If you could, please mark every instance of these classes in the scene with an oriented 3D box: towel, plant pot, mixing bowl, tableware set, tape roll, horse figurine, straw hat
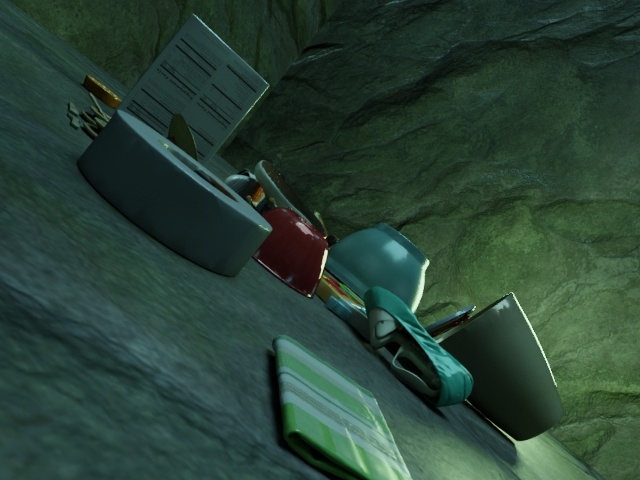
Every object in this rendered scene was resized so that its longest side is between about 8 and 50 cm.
[{"bbox_3d":[0.010,0.132,0.368,0.113,0.023,0.152,36,5,-12],"label":"towel"},{"bbox_3d":[0.418,0.304,1.135,0.274,0.256,0.256,56,7,15],"label":"plant pot"},{"bbox_3d":[-0.053,0.006,0.861,0.181,0.098,0.181,38,2,-1],"label":"mixing bowl"},{"bbox_3d":[0.162,0.078,1.313,0.293,0.196,0.293,41,-4,4],"label":"plant pot"},{"bbox_3d":[-0.330,-0.178,0.780,0.128,0.039,0.194,38,3,-36],"label":"tableware set"},{"bbox_3d":[-0.163,-0.054,0.578,0.219,0.072,0.219,38,3,-2],"label":"tape roll"},{"bbox_3d":[-0.086,-0.030,1.203,0.263,0.066,0.174,31,-20,7],"label":"horse figurine"},{"bbox_3d":[-0.252,-0.135,0.799,0.061,0.145,0.144,-12,35,-32],"label":"straw hat"}]

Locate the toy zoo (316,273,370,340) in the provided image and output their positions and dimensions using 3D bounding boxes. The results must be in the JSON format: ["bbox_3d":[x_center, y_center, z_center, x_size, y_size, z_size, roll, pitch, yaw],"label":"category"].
[{"bbox_3d":[0.068,0.140,1.003,0.192,0.030,0.293,40,2,24],"label":"toy zoo"}]

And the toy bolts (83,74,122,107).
[{"bbox_3d":[-0.456,-0.380,1.259,0.228,0.159,0.218,41,3,42],"label":"toy bolts"}]

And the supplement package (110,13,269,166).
[{"bbox_3d":[-0.281,-0.295,1.044,0.198,0.263,0.199,39,2,-25],"label":"supplement package"}]

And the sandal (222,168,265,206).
[{"bbox_3d":[-0.211,-0.145,1.289,0.076,0.102,0.265,42,5,12],"label":"sandal"}]

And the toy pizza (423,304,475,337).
[{"bbox_3d":[0.283,0.211,1.182,0.032,0.201,0.201,65,9,14],"label":"toy pizza"}]

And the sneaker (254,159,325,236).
[{"bbox_3d":[-0.108,-0.076,1.304,0.290,0.123,0.106,53,22,-32],"label":"sneaker"}]

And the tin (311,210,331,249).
[{"bbox_3d":[0.000,0.000,1.544,0.106,0.040,0.190,13,59,-79],"label":"tin"}]

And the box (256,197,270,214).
[{"bbox_3d":[-0.136,-0.090,1.540,0.158,0.093,0.156,41,3,21],"label":"box"}]

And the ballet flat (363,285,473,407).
[{"bbox_3d":[0.134,0.167,0.797,0.087,0.083,0.247,-15,47,-37],"label":"ballet flat"}]
